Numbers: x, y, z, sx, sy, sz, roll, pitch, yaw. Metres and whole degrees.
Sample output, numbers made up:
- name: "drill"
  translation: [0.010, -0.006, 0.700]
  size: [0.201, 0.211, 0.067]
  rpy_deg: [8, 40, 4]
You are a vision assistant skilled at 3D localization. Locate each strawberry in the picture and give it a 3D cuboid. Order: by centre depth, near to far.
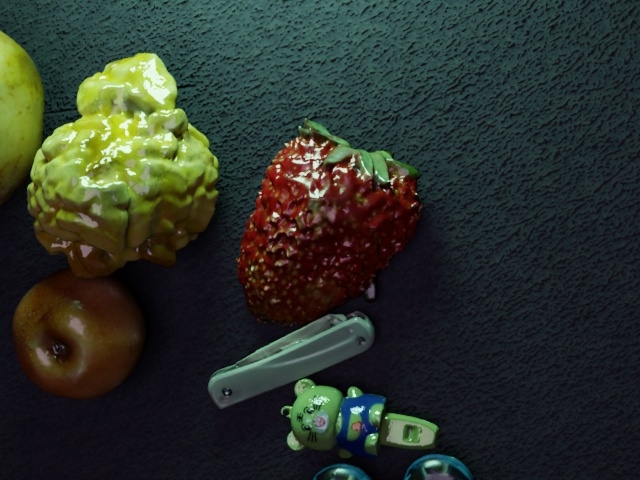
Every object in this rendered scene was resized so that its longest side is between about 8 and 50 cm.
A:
- name: "strawberry"
  translation: [0.000, 0.000, 1.856]
  size: [0.233, 0.138, 0.306]
  rpy_deg: [25, 96, 8]

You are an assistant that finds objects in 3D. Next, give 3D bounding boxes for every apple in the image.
- name: "apple"
  translation: [-0.355, 0.135, 1.915]
  size: [0.201, 0.162, 0.201]
  rpy_deg: [2, 99, 11]

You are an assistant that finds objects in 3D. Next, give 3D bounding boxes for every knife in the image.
- name: "knife"
  translation: [-0.045, 0.170, 1.910]
  size: [0.265, 0.041, 0.073]
  rpy_deg: [-26, 117, 15]

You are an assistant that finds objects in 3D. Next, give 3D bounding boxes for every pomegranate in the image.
- name: "pomegranate"
  translation: [-0.525, -0.182, 1.883]
  size: [0.307, 0.307, 0.307]
  rpy_deg: [1, 93, 11]

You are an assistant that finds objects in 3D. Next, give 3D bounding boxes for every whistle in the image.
- name: "whistle"
  translation: [0.054, 0.263, 1.882]
  size: [0.227, 0.085, 0.105]
  rpy_deg: [9, 89, 10]

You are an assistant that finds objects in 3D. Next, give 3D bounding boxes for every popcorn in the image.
- name: "popcorn"
  translation: [-0.268, -0.100, 1.858]
  size: [0.264, 0.225, 0.332]
  rpy_deg: [14, 81, -12]

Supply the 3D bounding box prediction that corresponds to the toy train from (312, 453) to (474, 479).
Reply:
- name: "toy train"
  translation: [0.107, 0.449, 1.826]
  size: [0.300, 0.188, 0.265]
  rpy_deg: [-6, 106, 12]
